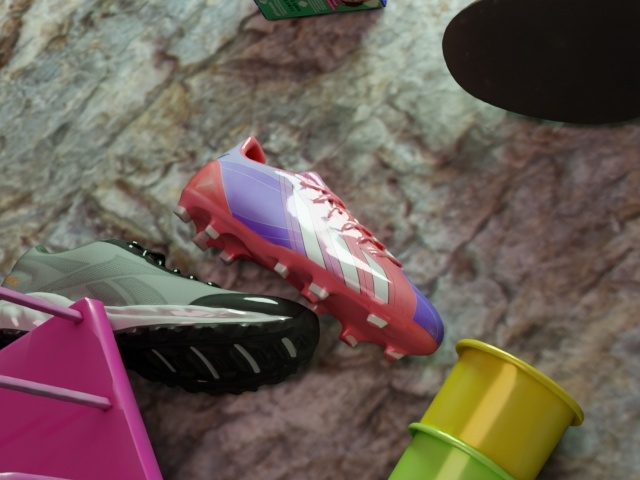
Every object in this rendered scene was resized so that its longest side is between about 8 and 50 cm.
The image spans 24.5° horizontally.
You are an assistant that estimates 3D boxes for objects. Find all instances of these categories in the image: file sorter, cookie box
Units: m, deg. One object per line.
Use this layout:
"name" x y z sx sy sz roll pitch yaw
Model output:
"file sorter" -0.222 0.194 0.916 0.202 0.182 0.290 -32 64 19
"cookie box" 0.003 -0.233 1.220 0.107 0.040 0.091 -4 61 21

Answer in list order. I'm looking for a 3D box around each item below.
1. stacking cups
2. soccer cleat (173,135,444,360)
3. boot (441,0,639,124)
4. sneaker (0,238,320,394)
"stacking cups" 0.039 0.211 0.909 0.096 0.096 0.316 28 75 33
"soccer cleat" 0.000 0.000 1.063 0.248 0.083 0.095 28 70 35
"boot" 0.241 -0.163 1.067 0.305 0.112 0.115 -7 29 23
"sneaker" -0.127 0.046 1.075 0.272 0.100 0.108 3 57 24
